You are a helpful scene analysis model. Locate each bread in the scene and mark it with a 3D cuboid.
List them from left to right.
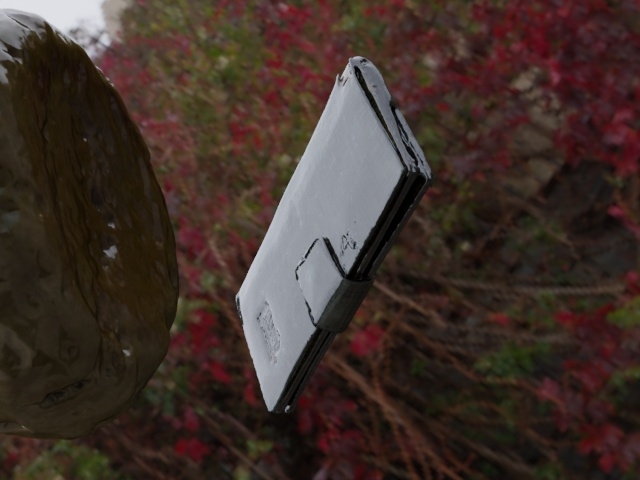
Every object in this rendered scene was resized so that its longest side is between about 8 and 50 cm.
[{"bbox_3d":[-0.164,-0.007,0.740,0.123,0.230,0.230,-15,-34,15],"label":"bread"}]

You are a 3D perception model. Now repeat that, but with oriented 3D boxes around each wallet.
[{"bbox_3d":[-0.001,0.000,1.297,0.044,0.169,0.317,7,-48,-27],"label":"wallet"}]
